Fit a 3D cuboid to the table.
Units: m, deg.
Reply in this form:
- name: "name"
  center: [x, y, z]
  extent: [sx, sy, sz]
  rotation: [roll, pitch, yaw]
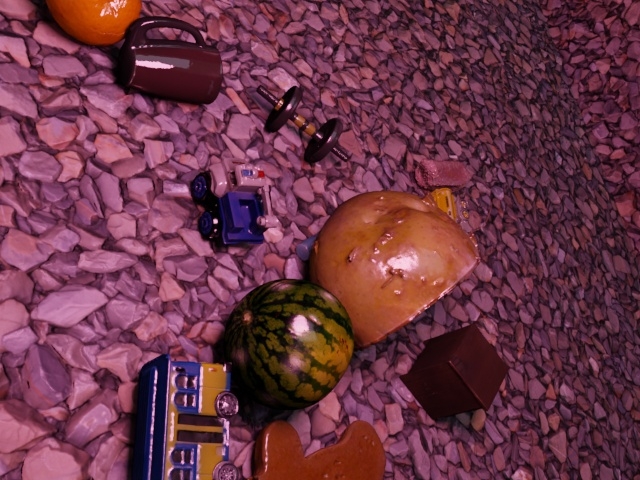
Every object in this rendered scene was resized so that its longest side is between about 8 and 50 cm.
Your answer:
- name: "table"
  center: [0.361, 0.361, 1.726]
  extent: [0.172, 0.193, 0.169]
  rotation: [52, 46, -6]

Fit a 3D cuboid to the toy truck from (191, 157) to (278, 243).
- name: "toy truck"
  center: [-0.191, -0.098, 1.517]
  extent: [0.161, 0.177, 0.213]
  rotation: [-1, 70, -39]

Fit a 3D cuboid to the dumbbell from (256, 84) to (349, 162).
- name: "dumbbell"
  center: [-0.045, -0.320, 1.773]
  extent: [0.325, 0.143, 0.143]
  rotation: [35, 50, -21]

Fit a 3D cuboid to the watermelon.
- name: "watermelon"
  center: [-0.067, 0.220, 1.379]
  extent: [0.285, 0.285, 0.285]
  rotation: [18, 58, -32]

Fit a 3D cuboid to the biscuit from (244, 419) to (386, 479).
- name: "biscuit"
  center: [0.006, 0.570, 1.416]
  extent: [0.394, 0.076, 0.368]
  rotation: [1, 68, -42]

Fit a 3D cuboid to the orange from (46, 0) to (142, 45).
- name: "orange"
  center: [-0.520, -0.561, 1.466]
  extent: [0.219, 0.193, 0.219]
  rotation: [-44, 143, -47]

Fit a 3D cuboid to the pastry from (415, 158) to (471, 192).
- name: "pastry"
  center: [0.394, -0.213, 2.110]
  extent: [0.265, 0.112, 0.103]
  rotation: [6, 61, -50]

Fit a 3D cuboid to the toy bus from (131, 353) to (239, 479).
- name: "toy bus"
  center: [-0.266, 0.378, 1.240]
  extent: [0.175, 0.138, 0.288]
  rotation: [15, 60, -34]

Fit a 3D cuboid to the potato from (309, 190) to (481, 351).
- name: "potato"
  center: [0.155, 0.031, 1.591]
  extent: [0.319, 0.385, 0.442]
  rotation: [52, 32, -2]

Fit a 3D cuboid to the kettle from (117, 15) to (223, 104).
- name: "kettle"
  center: [-0.362, -0.430, 1.540]
  extent: [0.232, 0.202, 0.144]
  rotation: [-3, 44, -39]

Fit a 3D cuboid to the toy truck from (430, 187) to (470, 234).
- name: "toy truck"
  center: [0.408, -0.052, 2.045]
  extent: [0.114, 0.098, 0.227]
  rotation: [16, 57, -29]

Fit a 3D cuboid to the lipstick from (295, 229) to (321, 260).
- name: "lipstick"
  center: [0.000, 0.000, 1.713]
  extent: [0.158, 0.048, 0.048]
  rotation: [-34, 91, -44]
